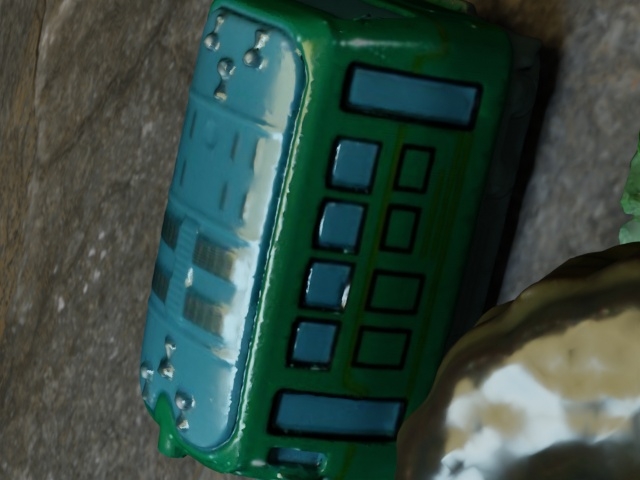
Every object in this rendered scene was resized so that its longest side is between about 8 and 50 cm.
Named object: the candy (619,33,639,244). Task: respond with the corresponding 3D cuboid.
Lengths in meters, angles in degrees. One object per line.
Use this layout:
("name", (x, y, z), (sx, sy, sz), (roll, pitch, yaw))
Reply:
("candy", (0.234, -0.134, 0.749), (0.263, 0.172, 0.398), (25, 119, 60))

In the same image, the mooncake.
("mooncake", (0.172, 0.135, 0.717), (0.290, 0.161, 0.290), (3, 95, 34))

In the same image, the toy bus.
("toy bus", (0.000, 0.000, 1.047), (0.183, 0.199, 0.343), (28, 110, 54))
